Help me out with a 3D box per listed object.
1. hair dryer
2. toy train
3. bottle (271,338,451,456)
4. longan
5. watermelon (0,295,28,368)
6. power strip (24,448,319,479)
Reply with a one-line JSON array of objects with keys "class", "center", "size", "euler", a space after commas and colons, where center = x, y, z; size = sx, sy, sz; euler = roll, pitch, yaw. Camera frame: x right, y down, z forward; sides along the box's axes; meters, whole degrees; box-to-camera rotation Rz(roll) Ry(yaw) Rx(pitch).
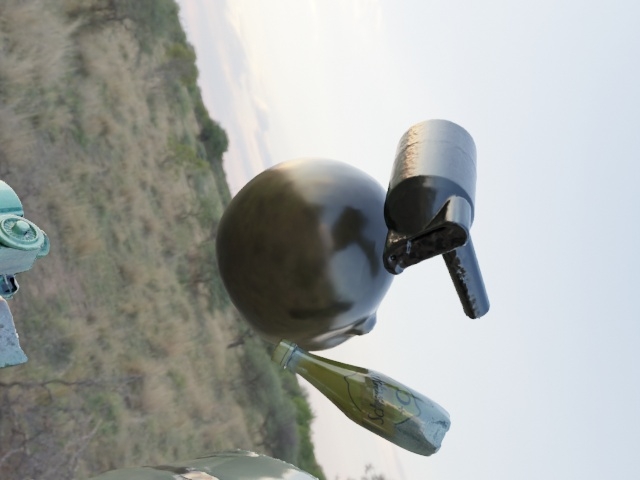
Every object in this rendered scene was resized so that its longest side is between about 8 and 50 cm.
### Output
[{"class": "hair dryer", "center": [0.177, 0.019, 0.864], "size": [0.302, 0.116, 0.244], "euler": [63, 27, -28]}, {"class": "toy train", "center": [-0.413, -0.008, 0.681], "size": [0.159, 0.101, 0.248], "euler": [47, 22, 14]}, {"class": "bottle", "center": [0.053, 0.219, 0.928], "size": [0.083, 0.270, 0.083], "euler": [-63, 176, -8]}, {"class": "longan", "center": [-0.017, 0.027, 1.104], "size": [0.361, 0.361, 0.360], "euler": [163, -90, -83]}, {"class": "watermelon", "center": [-0.306, 0.057, 0.568], "size": [0.121, 0.098, 0.158], "euler": [49, 47, -48]}, {"class": "power strip", "center": [-0.088, 0.283, 0.343], "size": [0.358, 0.162, 0.357], "euler": [-5, -98, 41]}]
